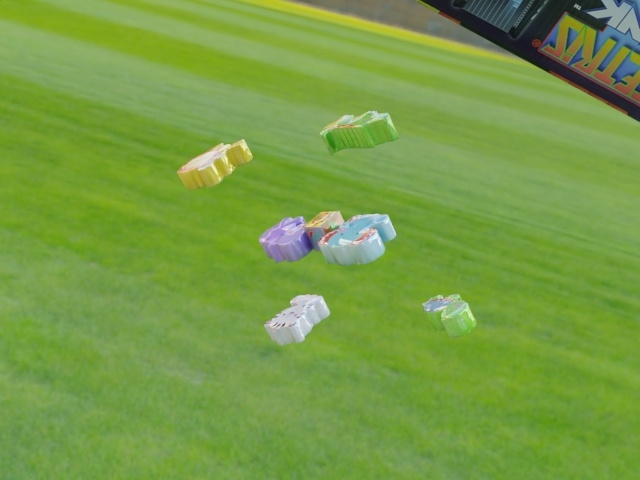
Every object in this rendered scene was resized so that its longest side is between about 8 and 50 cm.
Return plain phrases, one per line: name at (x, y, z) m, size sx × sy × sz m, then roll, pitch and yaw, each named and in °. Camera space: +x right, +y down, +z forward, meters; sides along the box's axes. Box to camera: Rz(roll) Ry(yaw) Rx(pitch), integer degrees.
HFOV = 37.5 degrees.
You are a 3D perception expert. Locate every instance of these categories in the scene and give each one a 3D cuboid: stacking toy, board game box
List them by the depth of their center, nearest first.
board game box at (0.093, -0.117, 0.358) m, size 0.141 × 0.048 × 0.170 m, roll 27°, pitch 35°, yaw -10°
stacking toy at (0.000, 0.000, 0.698) m, size 0.221 × 0.167 × 0.052 m, roll -3°, pitch 30°, yaw 50°
